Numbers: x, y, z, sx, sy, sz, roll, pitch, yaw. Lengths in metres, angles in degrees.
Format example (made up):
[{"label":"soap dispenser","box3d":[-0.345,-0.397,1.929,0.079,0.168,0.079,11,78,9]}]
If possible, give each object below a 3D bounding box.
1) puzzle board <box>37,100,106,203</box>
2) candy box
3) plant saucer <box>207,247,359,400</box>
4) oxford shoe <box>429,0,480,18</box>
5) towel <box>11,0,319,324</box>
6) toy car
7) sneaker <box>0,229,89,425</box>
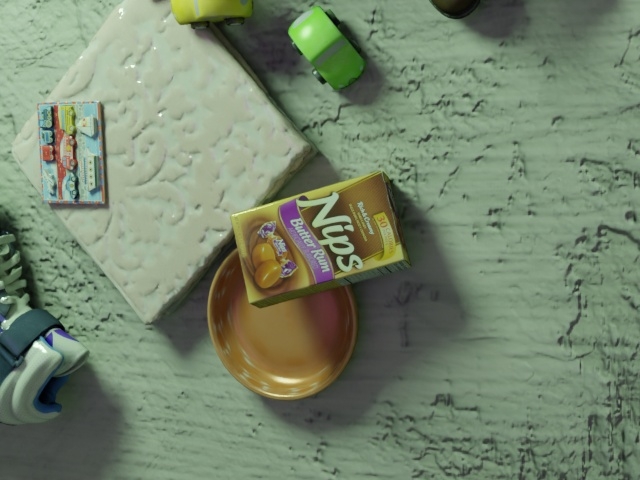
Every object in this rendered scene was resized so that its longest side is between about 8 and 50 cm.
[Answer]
[{"label":"puzzle board","box3d":[-0.314,-0.110,1.519,0.096,0.011,0.128,2,98,26]},{"label":"candy box","box3d":[0.000,0.000,1.379,0.186,0.053,0.109,-16,76,10]},{"label":"plant saucer","box3d":[-0.042,0.091,1.452,0.199,0.037,0.200,3,96,26]},{"label":"oxford shoe","box3d":[0.109,-0.346,1.301,0.082,0.096,0.227,-21,88,24]},{"label":"towel","box3d":[-0.203,-0.115,1.499,0.332,0.053,0.317,-46,77,23]},{"label":"toy car","box3d":[-0.032,-0.271,1.379,0.239,0.053,0.225,-39,87,8]},{"label":"sneaker","box3d":[-0.396,0.080,1.583,0.236,0.130,0.323,11,96,14]}]
